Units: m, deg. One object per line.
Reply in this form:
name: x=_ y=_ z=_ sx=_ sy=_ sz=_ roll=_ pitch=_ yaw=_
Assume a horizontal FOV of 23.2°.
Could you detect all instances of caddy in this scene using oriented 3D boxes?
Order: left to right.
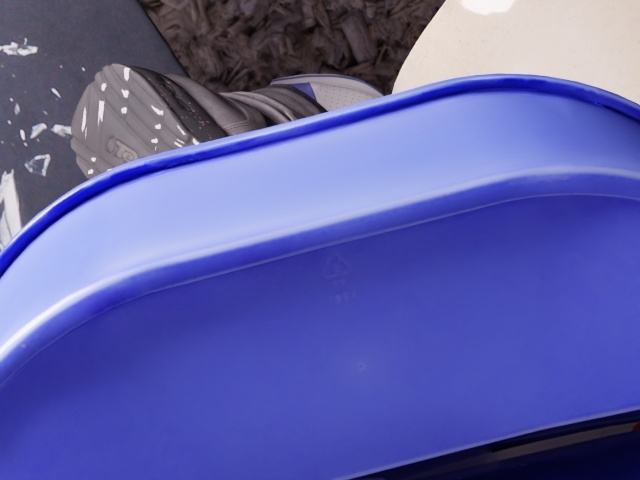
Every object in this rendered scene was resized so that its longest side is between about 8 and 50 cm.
caddy: x=0.022 y=0.076 z=0.575 sx=0.341 sy=0.241 sz=0.179 roll=-14 pitch=15 yaw=0

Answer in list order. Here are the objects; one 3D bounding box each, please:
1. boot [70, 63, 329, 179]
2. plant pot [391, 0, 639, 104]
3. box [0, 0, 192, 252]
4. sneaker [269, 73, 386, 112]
boot: x=0.000 y=0.000 z=1.066 sx=0.223 sy=0.338 sz=0.118 roll=0 pitch=-41 yaw=-51
plant pot: x=0.220 y=-0.042 z=0.814 sx=0.256 sy=0.274 sz=0.256 roll=-36 pitch=-15 yaw=-11
box: x=-0.406 y=-0.102 z=1.229 sx=0.480 sy=0.471 sz=0.297 roll=-43 pitch=22 yaw=-24
sneaker: x=0.078 y=-0.068 z=1.577 sx=0.316 sy=0.127 sz=0.182 roll=17 pitch=17 yaw=-6
